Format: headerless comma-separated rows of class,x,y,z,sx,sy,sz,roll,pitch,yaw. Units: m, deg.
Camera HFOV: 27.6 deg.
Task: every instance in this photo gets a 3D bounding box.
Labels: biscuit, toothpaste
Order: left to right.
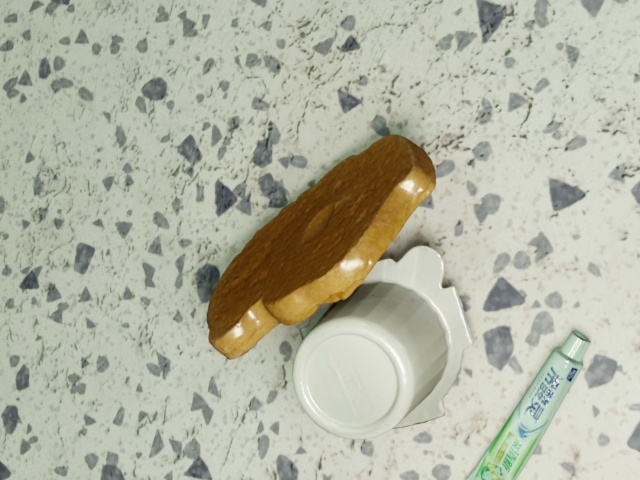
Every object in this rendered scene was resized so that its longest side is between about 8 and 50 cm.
biscuit,0.001,0.001,2.001,0.455,0.078,0.350,-32,27,35
toothpaste,0.307,0.264,1.911,0.075,0.048,0.297,36,105,26

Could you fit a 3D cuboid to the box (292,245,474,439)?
box,0.087,0.162,1.910,0.262,0.206,0.291,32,110,8
